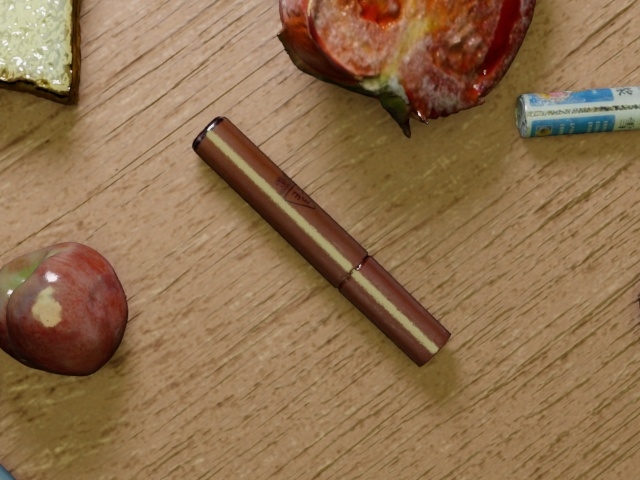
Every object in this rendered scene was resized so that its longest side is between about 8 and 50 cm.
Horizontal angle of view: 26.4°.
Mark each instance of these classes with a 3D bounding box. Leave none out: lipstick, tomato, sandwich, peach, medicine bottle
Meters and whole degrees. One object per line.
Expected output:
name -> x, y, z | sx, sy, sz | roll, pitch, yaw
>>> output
lipstick -> 0.000, 0.000, 1.515 | 0.357, 0.057, 0.057 | 45, 89, -2
tomato -> 0.075, -0.277, 1.464 | 0.309, 0.170, 0.309 | -9, 106, -36
sandwich -> -0.387, -0.285, 1.479 | 0.273, 0.095, 0.249 | 7, 90, -3
peach -> -0.282, 0.086, 1.468 | 0.152, 0.152, 0.152 | 0, 90, -2
medicine bottle -> 0.317, -0.146, 1.530 | 0.191, 0.051, 0.051 | -3, 91, -3

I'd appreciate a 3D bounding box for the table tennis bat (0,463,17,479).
table tennis bat -> -0.447, 0.178, 1.506 | 0.215, 0.044, 0.329 | -44, 90, -1
